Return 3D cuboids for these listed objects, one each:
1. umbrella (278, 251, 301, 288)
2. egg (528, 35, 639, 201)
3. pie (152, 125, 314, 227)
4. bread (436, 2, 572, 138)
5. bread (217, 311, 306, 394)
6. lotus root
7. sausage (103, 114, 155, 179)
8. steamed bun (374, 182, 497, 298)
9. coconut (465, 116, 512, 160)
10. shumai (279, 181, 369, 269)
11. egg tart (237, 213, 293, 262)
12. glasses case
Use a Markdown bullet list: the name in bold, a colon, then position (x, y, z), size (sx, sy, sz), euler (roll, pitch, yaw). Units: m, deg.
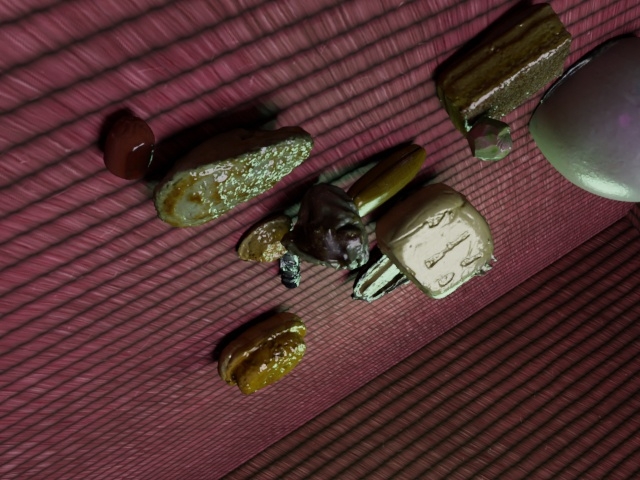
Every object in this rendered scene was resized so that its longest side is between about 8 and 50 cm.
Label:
- **umbrella**: position (-0.063, 0.053, 1.737), size (0.188, 0.046, 0.050), euler (97, 7, -65)
- **egg**: position (0.725, -0.251, 1.960), size (0.354, 0.340, 0.354), euler (-31, 161, -12)
- **pie**: position (-0.134, -0.100, 1.206), size (0.248, 0.090, 0.201), euler (-24, 168, -32)
- **bread**: position (0.328, -0.305, 1.503), size (0.234, 0.110, 0.184), euler (-36, 164, 4)
- **bread**: position (-0.135, 0.270, 2.008), size (0.236, 0.120, 0.198), euler (-27, 157, -27)
- **lotus root**: position (0.196, 0.034, 2.116), size (0.167, 0.078, 0.329), euler (24, 122, -42)
- **sausage**: position (-0.240, -0.116, 1.033), size (0.059, 0.054, 0.094), euler (-23, 156, -34)
- **steamed bun**: position (0.263, -0.008, 1.921), size (0.232, 0.166, 0.273), euler (-45, 120, 4)
- **coconut**: position (0.302, -0.179, 1.470), size (0.083, 0.082, 0.081), euler (15, 140, -41)
- **shumai**: position (-0.002, 0.003, 1.523), size (0.142, 0.184, 0.184), euler (-29, 160, -37)
- **egg tart**: position (-0.098, 0.005, 1.569), size (0.129, 0.049, 0.129), euler (-31, 158, -14)
- **glasses case**: position (0.124, -0.117, 1.606), size (0.234, 0.064, 0.079), euler (-38, 157, -36)
